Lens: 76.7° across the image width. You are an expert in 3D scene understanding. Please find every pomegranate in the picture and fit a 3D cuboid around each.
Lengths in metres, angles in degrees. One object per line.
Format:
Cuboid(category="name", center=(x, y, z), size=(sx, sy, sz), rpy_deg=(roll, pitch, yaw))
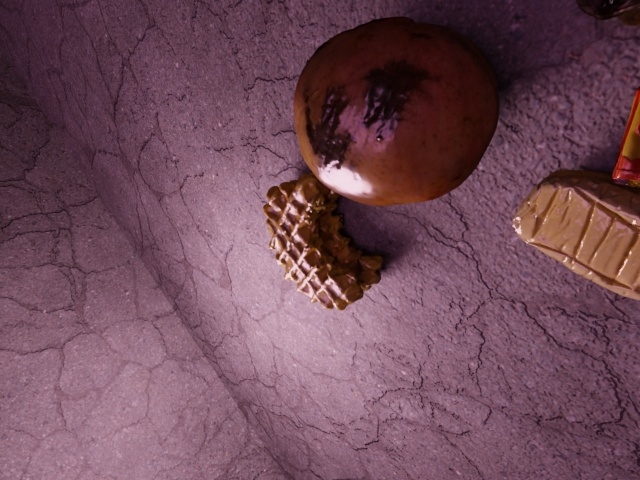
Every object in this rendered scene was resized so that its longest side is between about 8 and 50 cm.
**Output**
Cuboid(category="pomegranate", center=(0.111, -0.197, 0.642), size=(0.321, 0.322, 0.323), rpy_deg=(22, 127, 33))

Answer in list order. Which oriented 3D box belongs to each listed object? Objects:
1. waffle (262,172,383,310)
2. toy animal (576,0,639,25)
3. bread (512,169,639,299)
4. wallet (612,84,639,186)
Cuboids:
Cuboid(category="waffle", center=(0.000, 0.000, 0.972), size=(0.261, 0.151, 0.325), rpy_deg=(-16, 98, 52))
Cuboid(category="toy animal", center=(0.393, -0.305, 0.415), size=(0.168, 0.233, 0.121), rpy_deg=(-26, 108, 8))
Cuboid(category="bread", center=(0.420, -0.016, 0.593), size=(0.236, 0.106, 0.140), rpy_deg=(34, 134, 25))
Cuboid(category="wallet", center=(0.492, -0.110, 0.467), size=(0.241, 0.067, 0.141), rpy_deg=(19, 98, 33))
